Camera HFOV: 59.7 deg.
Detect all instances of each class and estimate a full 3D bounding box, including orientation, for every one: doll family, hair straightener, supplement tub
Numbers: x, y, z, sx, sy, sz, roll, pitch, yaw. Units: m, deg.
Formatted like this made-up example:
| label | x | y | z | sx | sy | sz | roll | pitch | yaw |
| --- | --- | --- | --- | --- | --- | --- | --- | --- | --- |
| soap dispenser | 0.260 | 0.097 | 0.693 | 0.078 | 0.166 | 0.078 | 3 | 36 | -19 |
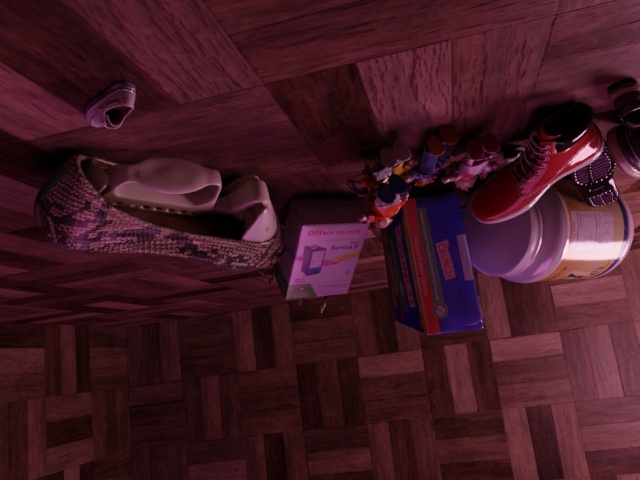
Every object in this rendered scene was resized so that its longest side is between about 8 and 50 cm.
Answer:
| label | x | y | z | sx | sy | sz | roll | pitch | yaw |
| --- | --- | --- | --- | --- | --- | --- | --- | --- | --- |
| doll family | 0.161 | -0.118 | 0.927 | 0.262 | 0.118 | 0.163 | -24 | 164 | -10 |
| hair straightener | 0.166 | -0.114 | 1.069 | 0.230 | 0.047 | 0.089 | -1 | 167 | -6 |
| supplement tub | 0.486 | -0.024 | 1.210 | 0.316 | 0.229 | 0.228 | -1 | 166 | -29 |

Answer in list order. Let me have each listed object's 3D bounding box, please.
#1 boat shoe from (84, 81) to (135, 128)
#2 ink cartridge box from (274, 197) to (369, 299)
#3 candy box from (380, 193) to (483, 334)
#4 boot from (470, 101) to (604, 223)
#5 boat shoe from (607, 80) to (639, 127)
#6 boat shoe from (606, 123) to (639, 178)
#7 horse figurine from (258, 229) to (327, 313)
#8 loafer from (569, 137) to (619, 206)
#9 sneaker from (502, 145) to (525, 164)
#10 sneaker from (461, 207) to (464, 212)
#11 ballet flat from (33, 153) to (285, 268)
| label | x | y | z | sx | sy | sz | roll | pitch | yaw |
| --- | --- | --- | --- | --- | --- | --- | --- | --- | --- |
| boat shoe | -0.246 | -0.148 | 0.653 | 0.100 | 0.035 | 0.035 | -18 | 164 | 40 |
| ink cartridge box | -0.001 | 0.018 | 1.199 | 0.154 | 0.093 | 0.213 | -3 | 129 | -23 |
| candy box | 0.223 | 0.052 | 1.207 | 0.122 | 0.269 | 0.317 | -9 | 177 | -5 |
| boot | 0.334 | -0.124 | 0.911 | 0.244 | 0.088 | 0.176 | -38 | 154 | 22 |
| boat shoe | 0.473 | -0.194 | 0.839 | 0.152 | 0.049 | 0.056 | 4 | 163 | -45 |
| boat shoe | 0.589 | -0.166 | 0.939 | 0.285 | 0.103 | 0.092 | -4 | 163 | -34 |
| horse figurine | -0.046 | 0.051 | 1.327 | 0.263 | 0.175 | 0.066 | 34 | 155 | -12 |
| loafer | 0.506 | -0.141 | 1.052 | 0.080 | 0.079 | 0.220 | -20 | 147 | 21 |
| sneaker | 0.366 | -0.143 | 1.031 | 0.040 | 0.044 | 0.109 | -12 | 165 | 32 |
| sneaker | 0.369 | -0.022 | 1.469 | 0.081 | 0.094 | 0.208 | -7 | 169 | -9 |
| ballet flat | -0.198 | -0.049 | 0.919 | 0.482 | 0.164 | 0.182 | 8 | 141 | -45 |
